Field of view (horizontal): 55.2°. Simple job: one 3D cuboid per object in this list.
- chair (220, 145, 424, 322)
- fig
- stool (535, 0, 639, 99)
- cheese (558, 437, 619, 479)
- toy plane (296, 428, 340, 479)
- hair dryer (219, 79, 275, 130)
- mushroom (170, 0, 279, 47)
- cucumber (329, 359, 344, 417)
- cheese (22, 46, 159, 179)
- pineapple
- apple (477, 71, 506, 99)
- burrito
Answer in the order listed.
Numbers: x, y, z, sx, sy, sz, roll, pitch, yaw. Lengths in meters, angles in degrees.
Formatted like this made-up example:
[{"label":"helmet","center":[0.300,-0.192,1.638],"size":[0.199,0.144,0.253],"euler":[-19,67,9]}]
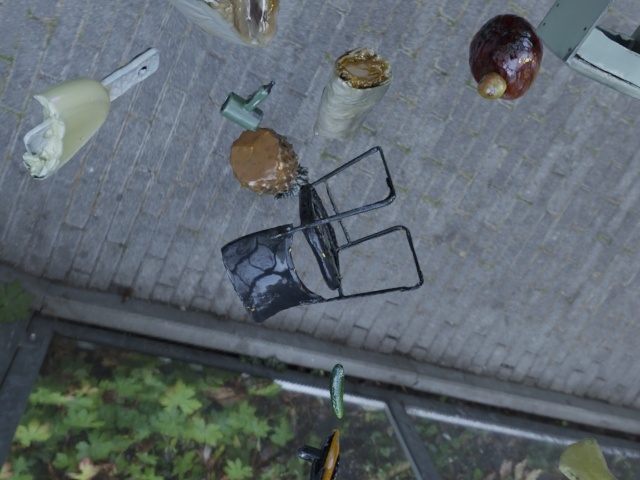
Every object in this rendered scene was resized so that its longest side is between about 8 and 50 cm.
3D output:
[{"label":"chair","center":[0.000,0.000,0.778],"size":[0.221,0.145,0.140],"euler":[-19,120,8]},{"label":"fig","center":[0.570,-0.554,1.876],"size":[0.223,0.224,0.263],"euler":[-13,114,-8]},{"label":"stool","center":[0.662,-0.485,1.323],"size":[0.243,0.170,0.270],"euler":[15,127,-22]},{"label":"cheese","center":[0.248,0.208,0.527],"size":[0.044,0.083,0.030],"euler":[-43,133,-9]},{"label":"toy plane","center":[-0.027,0.454,1.068],"size":[0.102,0.316,0.204],"euler":[13,129,1]},{"label":"hair dryer","center":[-0.114,-0.247,1.073],"size":[0.071,0.150,0.048],"euler":[25,62,-26]},{"label":"mushroom","center":[-0.228,-0.693,1.619],"size":[0.224,0.397,0.314],"euler":[20,89,19]},{"label":"cucumber","center":[0.041,0.372,1.544],"size":[0.039,0.039,0.168],"euler":[-6,110,-11]},{"label":"cheese","center":[-0.303,-0.186,0.821],"size":[0.049,0.127,0.235],"euler":[39,59,7]},{"label":"pineapple","center":[-0.098,-0.173,1.471],"size":[0.157,0.278,0.158],"euler":[-2,83,22]},{"label":"apple","center":[0.503,-0.452,1.799],"size":[0.071,0.084,0.084],"euler":[33,101,-9]},{"label":"burrito","center":[0.065,-0.305,1.297],"size":[0.143,0.299,0.105],"euler":[-36,86,-15]}]
